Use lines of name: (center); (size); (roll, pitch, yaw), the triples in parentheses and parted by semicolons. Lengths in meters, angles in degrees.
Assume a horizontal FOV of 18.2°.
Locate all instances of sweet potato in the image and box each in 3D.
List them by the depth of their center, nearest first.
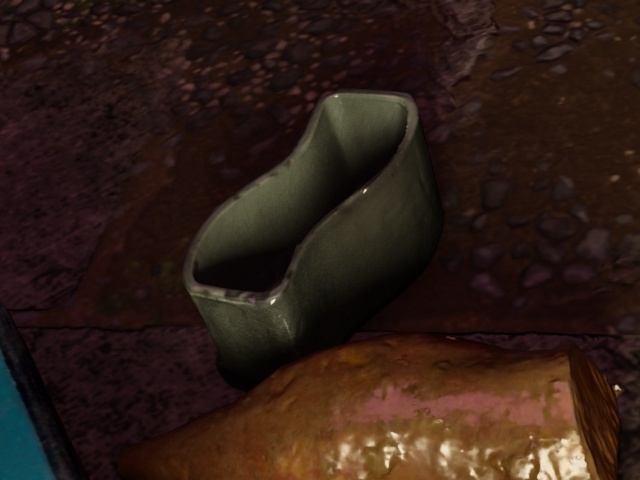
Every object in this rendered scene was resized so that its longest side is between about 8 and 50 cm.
sweet potato: (0.024, 0.123, 1.272); (0.337, 0.131, 0.131); (-1, 43, 17)

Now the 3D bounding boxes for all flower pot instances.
flower pot: (0.000, 0.000, 1.428); (0.103, 0.108, 0.229); (17, 50, 34)

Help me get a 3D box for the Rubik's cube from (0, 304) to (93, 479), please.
Rubik's cube: (-0.226, 0.233, 1.136); (0.260, 0.255, 0.259); (-27, 40, -10)
